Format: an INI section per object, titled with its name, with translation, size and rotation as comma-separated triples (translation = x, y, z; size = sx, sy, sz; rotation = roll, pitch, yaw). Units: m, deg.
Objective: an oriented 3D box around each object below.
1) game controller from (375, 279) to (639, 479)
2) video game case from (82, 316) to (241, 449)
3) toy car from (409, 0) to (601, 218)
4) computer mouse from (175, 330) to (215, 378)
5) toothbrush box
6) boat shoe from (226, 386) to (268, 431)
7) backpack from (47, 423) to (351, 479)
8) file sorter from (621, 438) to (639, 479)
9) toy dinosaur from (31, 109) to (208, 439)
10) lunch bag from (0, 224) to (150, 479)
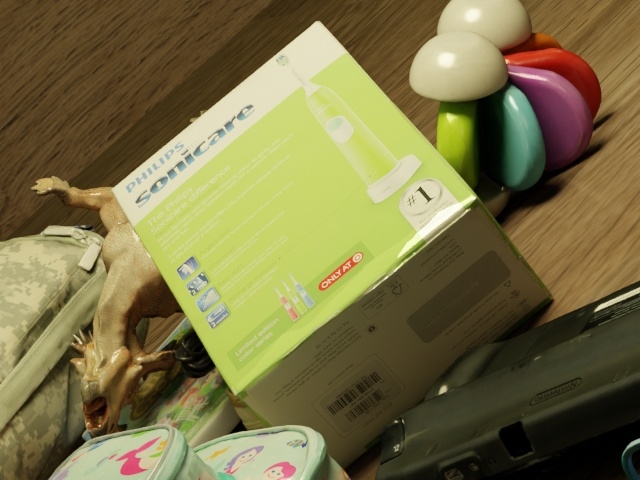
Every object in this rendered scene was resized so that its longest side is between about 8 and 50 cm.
[game controller]
translation = 0.167, 0.070, 1.088
size = 0.319, 0.067, 0.166
rotation = -27, 5, 40
[video game case]
translation = -0.097, 0.110, 1.592
size = 0.212, 0.023, 0.193
rotation = -49, 23, -9
[toy car]
translation = 0.150, -0.101, 1.507
size = 0.136, 0.159, 0.182
rotation = 6, 33, 18
[computer mouse]
translation = -0.013, 0.054, 1.476
size = 0.193, 0.042, 0.106
rotation = -14, 22, 31
[toothbrush box]
translation = 0.000, 0.000, 1.369
size = 0.206, 0.122, 0.283
rotation = -40, 40, 2
[boat shoe]
translation = -0.019, 0.106, 1.448
size = 0.135, 0.045, 0.050
rotation = -30, 18, 35
[backpack]
translation = -0.084, 0.208, 1.052
size = 0.253, 0.191, 0.225
rotation = -42, 13, -30
[file sorter]
translation = 0.225, 0.065, 0.835
size = 0.118, 0.104, 0.170
rotation = -24, 22, 50
[toy dinosaur]
translation = -0.111, 0.022, 1.594
size = 0.295, 0.200, 0.127
rotation = -27, 34, -27
[lunch bag]
translation = -0.299, 0.141, 1.691
size = 0.256, 0.212, 0.305
rotation = -33, 14, 42
